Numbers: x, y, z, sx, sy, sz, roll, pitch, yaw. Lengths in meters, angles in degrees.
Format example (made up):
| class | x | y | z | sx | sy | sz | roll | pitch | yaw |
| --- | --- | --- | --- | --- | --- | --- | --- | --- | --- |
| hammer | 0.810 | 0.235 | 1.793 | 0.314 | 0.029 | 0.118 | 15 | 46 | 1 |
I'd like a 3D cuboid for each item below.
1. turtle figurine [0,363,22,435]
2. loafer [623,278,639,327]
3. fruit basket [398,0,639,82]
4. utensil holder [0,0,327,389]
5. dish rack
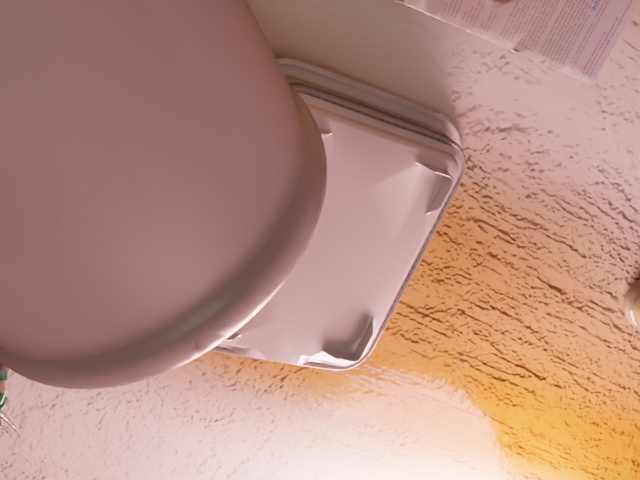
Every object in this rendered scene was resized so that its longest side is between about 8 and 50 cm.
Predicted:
| class | x | y | z | sx | sy | sz | roll | pitch | yaw |
| --- | --- | --- | --- | --- | --- | --- | --- | --- | --- |
| turtle figurine | -0.362 | 0.085 | 0.790 | 0.175 | 0.118 | 0.234 | 6 | 133 | 24 |
| loafer | 0.534 | 0.053 | 1.065 | 0.268 | 0.092 | 0.102 | -30 | 121 | -1 |
| fruit basket | 0.213 | -0.343 | 0.748 | 0.353 | 0.165 | 0.327 | 8 | 115 | -38 |
| utensil holder | -0.207 | -0.133 | 0.542 | 0.327 | 0.328 | 0.385 | -29 | 138 | -1 |
| dish rack | 0.000 | 0.000 | 0.868 | 0.285 | 0.072 | 0.333 | 14 | 112 | -30 |
